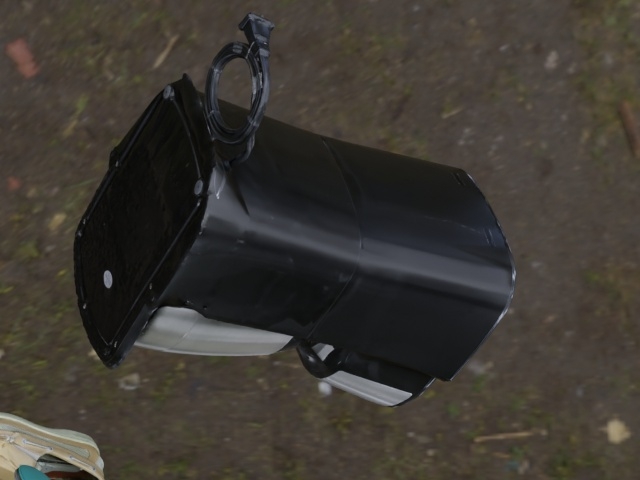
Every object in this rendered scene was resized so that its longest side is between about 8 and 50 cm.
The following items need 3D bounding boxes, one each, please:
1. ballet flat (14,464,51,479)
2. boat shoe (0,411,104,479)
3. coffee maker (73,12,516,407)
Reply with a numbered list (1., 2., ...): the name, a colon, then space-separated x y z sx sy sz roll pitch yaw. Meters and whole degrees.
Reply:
1. ballet flat: -0.258 0.248 1.420 0.041 0.114 0.041 -17 118 -35
2. boat shoe: -0.301 0.219 1.527 0.190 0.072 0.068 10 116 -33
3. coffee maker: 0.000 0.000 0.709 0.178 0.171 0.120 12 61 -32
